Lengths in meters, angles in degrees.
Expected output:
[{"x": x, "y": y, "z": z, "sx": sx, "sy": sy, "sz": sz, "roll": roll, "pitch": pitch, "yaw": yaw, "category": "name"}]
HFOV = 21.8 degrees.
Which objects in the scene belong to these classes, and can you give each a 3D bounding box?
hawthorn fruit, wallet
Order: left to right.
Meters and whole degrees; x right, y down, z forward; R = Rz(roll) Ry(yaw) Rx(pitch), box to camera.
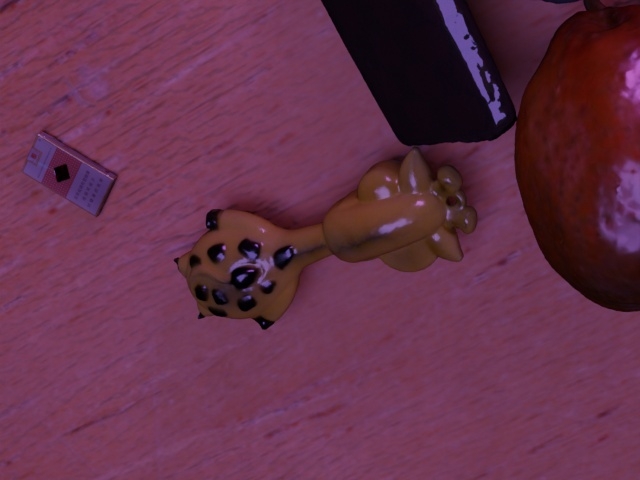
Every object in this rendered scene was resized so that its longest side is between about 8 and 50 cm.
[{"x": 0.064, "y": -0.181, "z": 1.327, "sx": 0.182, "sy": 0.049, "sz": 0.229, "roll": -4, "pitch": 116, "yaw": 61, "category": "wallet"}, {"x": 0.240, "y": -0.080, "z": 1.272, "sx": 0.210, "sy": 0.210, "sz": 0.262, "roll": -25, "pitch": 84, "yaw": 25, "category": "hawthorn fruit"}]

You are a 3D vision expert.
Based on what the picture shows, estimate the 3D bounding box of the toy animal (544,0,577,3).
[{"x": 0.146, "y": -0.296, "z": 1.247, "sx": 0.137, "sy": 0.082, "sz": 0.269, "roll": -28, "pitch": 94, "yaw": 47, "category": "toy animal"}]

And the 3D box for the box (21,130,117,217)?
[{"x": -0.232, "y": -0.061, "z": 1.533, "sx": 0.083, "sy": 0.012, "sz": 0.046, "roll": 31, "pitch": 118, "yaw": 4, "category": "box"}]

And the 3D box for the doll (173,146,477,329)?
[{"x": 0.000, "y": 0.000, "z": 1.441, "sx": 0.291, "sy": 0.086, "sz": 0.117, "roll": -20, "pitch": 108, "yaw": 26, "category": "doll"}]
